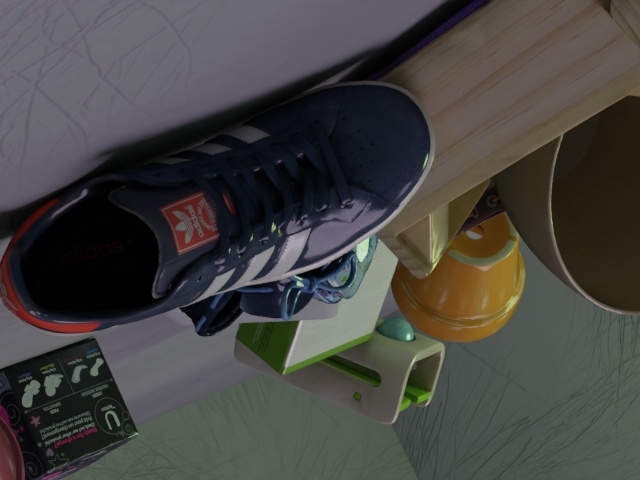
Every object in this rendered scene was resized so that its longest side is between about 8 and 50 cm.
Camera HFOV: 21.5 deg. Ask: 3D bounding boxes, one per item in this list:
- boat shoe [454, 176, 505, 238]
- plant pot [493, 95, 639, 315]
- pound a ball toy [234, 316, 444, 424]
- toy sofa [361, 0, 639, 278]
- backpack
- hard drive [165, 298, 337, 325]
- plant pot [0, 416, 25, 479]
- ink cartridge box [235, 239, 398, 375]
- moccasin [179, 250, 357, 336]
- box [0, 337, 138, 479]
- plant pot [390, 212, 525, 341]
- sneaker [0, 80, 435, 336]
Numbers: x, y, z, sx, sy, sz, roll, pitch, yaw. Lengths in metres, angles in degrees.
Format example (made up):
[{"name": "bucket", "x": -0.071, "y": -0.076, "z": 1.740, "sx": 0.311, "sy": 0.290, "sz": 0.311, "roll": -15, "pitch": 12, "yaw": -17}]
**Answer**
[{"name": "boat shoe", "x": 0.251, "y": -0.062, "z": 1.952, "sx": 0.342, "sy": 0.123, "sz": 0.123, "roll": -16, "pitch": 179, "yaw": 26}, {"name": "plant pot", "x": 0.270, "y": -0.093, "z": 1.606, "sx": 0.284, "sy": 0.284, "sz": 0.191, "roll": -23, "pitch": -152, "yaw": -24}, {"name": "pound a ball toy", "x": 0.028, "y": 0.133, "z": 2.466, "sx": 0.208, "sy": 0.319, "sz": 0.135, "roll": -16, "pitch": 123, "yaw": -60}, {"name": "toy sofa", "x": 0.156, "y": -0.131, "z": 1.331, "sx": 0.362, "sy": 0.177, "sz": 0.150, "roll": -33, "pitch": -165, "yaw": 47}, {"name": "backpack", "x": 0.000, "y": 0.000, "z": 1.716, "sx": 0.084, "sy": 0.105, "sz": 0.114, "roll": 13, "pitch": 162, "yaw": 42}, {"name": "hard drive", "x": -0.084, "y": 0.063, "z": 1.953, "sx": 0.210, "sy": 0.040, "sz": 0.318, "roll": -3, "pitch": 173, "yaw": 0}, {"name": "plant pot", "x": -0.402, "y": 0.224, "z": 1.723, "sx": 0.201, "sy": 0.201, "sz": 0.180, "roll": -23, "pitch": 158, "yaw": -22}, {"name": "ink cartridge box", "x": 0.012, "y": 0.031, "z": 2.234, "sx": 0.189, "sy": 0.097, "sz": 0.255, "roll": -19, "pitch": 136, "yaw": -46}, {"name": "moccasin", "x": -0.035, "y": 0.016, "z": 1.587, "sx": 0.138, "sy": 0.116, "sz": 0.342, "roll": -18, "pitch": 177, "yaw": -28}, {"name": "box", "x": -0.379, "y": 0.247, "z": 2.132, "sx": 0.247, "sy": 0.142, "sz": 0.163, "roll": -32, "pitch": 171, "yaw": 41}, {"name": "plant pot", "x": 0.219, "y": 0.023, "z": 2.553, "sx": 0.205, "sy": 0.205, "sz": 0.188, "roll": -24, "pitch": 157, "yaw": -17}, {"name": "sneaker", "x": -0.075, "y": -0.018, "z": 1.244, "sx": 0.350, "sy": 0.131, "sz": 0.148, "roll": -26, "pitch": 178, "yaw": 0}]
